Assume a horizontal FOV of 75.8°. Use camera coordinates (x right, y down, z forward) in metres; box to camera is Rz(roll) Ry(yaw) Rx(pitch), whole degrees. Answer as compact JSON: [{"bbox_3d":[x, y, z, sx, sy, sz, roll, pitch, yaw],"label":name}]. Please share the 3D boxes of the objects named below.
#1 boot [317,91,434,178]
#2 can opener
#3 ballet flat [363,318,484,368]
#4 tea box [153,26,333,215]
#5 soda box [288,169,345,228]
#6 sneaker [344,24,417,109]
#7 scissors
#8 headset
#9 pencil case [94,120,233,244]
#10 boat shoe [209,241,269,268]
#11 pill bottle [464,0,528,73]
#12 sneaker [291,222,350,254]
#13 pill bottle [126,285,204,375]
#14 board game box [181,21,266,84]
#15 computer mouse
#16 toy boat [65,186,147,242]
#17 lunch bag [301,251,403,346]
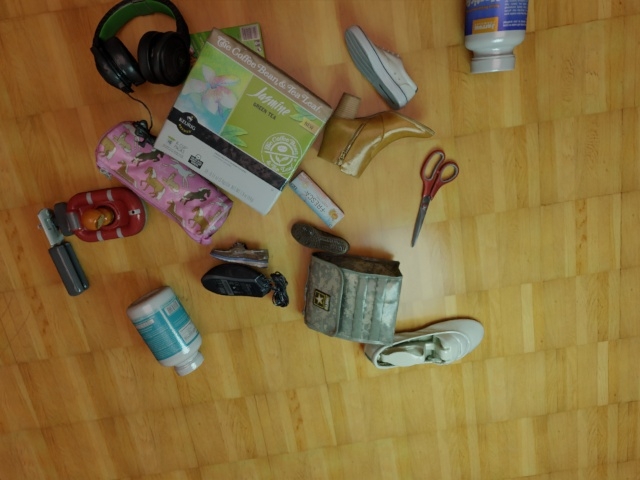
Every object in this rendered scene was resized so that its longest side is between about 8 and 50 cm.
[{"bbox_3d":[0.153,-0.274,1.180,0.295,0.104,0.211,20,108,-1],"label":"boot"},{"bbox_3d":[-0.765,0.029,1.236,0.093,0.074,0.281,-12,104,1],"label":"can opener"},{"bbox_3d":[0.340,0.347,1.308,0.399,0.139,0.139,-8,104,0],"label":"ballet flat"},{"bbox_3d":[-0.188,-0.303,1.078,0.329,0.220,0.324,31,106,-10],"label":"tea box"},{"bbox_3d":[-0.010,-0.123,1.225,0.063,0.058,0.183,-43,100,8],"label":"soda box"},{"bbox_3d":[0.169,-0.487,1.136,0.091,0.094,0.258,-43,106,-10],"label":"sneaker"},{"bbox_3d":[0.314,-0.127,1.253,0.109,0.021,0.297,26,103,-10],"label":"scissors"},{"bbox_3d":[-0.453,-0.443,1.073,0.243,0.185,0.395,-7,73,6],"label":"headset"},{"bbox_3d":[-0.430,-0.156,1.157,0.386,0.160,0.167,38,99,-10],"label":"pencil case"},{"bbox_3d":[-0.246,0.039,1.261,0.183,0.066,0.066,10,85,0],"label":"boat shoe"},{"bbox_3d":[0.455,-0.585,1.069,0.152,0.152,0.272,-5,111,0],"label":"pill bottle"},{"bbox_3d":[0.000,0.000,1.255,0.188,0.071,0.066,23,94,16],"label":"sneaker"},{"bbox_3d":[-0.465,0.283,1.267,0.146,0.146,0.264,-25,102,5],"label":"pill bottle"},{"bbox_3d":[-0.284,-0.513,1.138,0.259,0.039,0.124,-10,103,-1],"label":"board game box"},{"bbox_3d":[-0.225,0.123,1.256,0.272,0.072,0.189,6,145,4],"label":"computer mouse"},{"bbox_3d":[-0.623,-0.068,1.176,0.230,0.151,0.151,-9,104,1],"label":"toy boat"},{"bbox_3d":[0.089,0.170,1.245,0.286,0.169,0.235,7,107,5],"label":"lunch bag"}]
